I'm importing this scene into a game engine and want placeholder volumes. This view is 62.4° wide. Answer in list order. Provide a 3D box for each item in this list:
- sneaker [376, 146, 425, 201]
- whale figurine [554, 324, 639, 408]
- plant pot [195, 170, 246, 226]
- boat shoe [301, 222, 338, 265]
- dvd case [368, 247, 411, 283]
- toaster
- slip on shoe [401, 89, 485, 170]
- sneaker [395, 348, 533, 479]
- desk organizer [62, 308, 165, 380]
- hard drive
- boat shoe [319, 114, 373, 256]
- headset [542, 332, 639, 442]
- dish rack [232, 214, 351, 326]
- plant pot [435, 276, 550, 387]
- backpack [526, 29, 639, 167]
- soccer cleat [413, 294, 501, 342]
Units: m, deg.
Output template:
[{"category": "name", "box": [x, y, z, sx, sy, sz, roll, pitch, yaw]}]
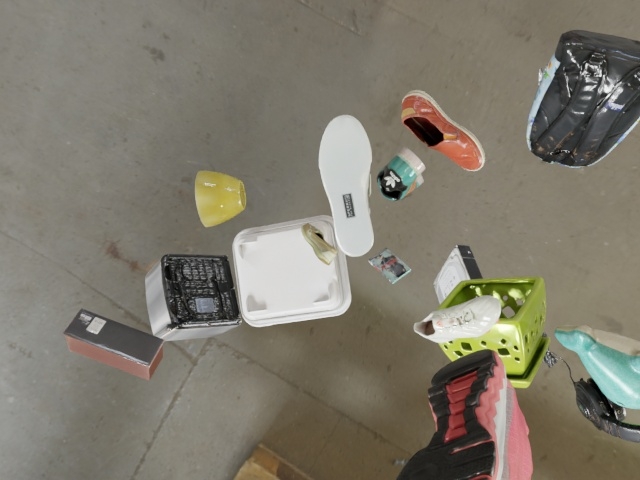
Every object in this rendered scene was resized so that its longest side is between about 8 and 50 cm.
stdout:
[{"category": "sneaker", "box": [0.208, -0.168, 1.446, 0.121, 0.302, 0.108, -44, 81, 4]}, {"category": "whale figurine", "box": [0.667, 0.288, 1.211, 0.272, 0.216, 0.141, 27, 77, -7]}, {"category": "plant pot", "box": [-0.230, -0.103, 1.251, 0.095, 0.134, 0.134, -6, 93, 5]}, {"category": "boat shoe", "box": [-0.001, 0.000, 1.298, 0.056, 0.153, 0.048, 33, 106, -36]}, {"category": "dvd case", "box": [0.231, 0.083, 1.769, 0.087, 0.013, 0.119, -31, 57, -24]}, {"category": "toaster", "box": [-0.278, 0.122, 1.129, 0.110, 0.185, 0.168, -35, 63, 41]}, {"category": "slip on shoe", "box": [0.359, -0.303, 1.565, 0.331, 0.123, 0.101, 36, 62, -25]}, {"category": "sneaker", "box": [0.173, 0.245, 0.547, 0.116, 0.314, 0.136, -33, 97, 34]}, {"category": "desk organizer", "box": [-0.295, 0.151, 0.762, 0.130, 0.047, 0.050, 21, 138, 1]}, {"category": "hard drive", "box": [0.519, 0.216, 1.925, 0.064, 0.339, 0.237, 3, 137, -15]}, {"category": "boat shoe", "box": [0.040, -0.086, 0.816, 0.077, 0.070, 0.219, -4, 113, 2]}, {"category": "headset", "box": [0.754, 0.362, 1.384, 0.243, 0.394, 0.185, -34, 114, -22]}, {"category": "dish rack", "box": [-0.095, 0.086, 1.472, 0.332, 0.072, 0.286, -10, 84, 15]}, {"category": "plant pot", "box": [0.435, 0.232, 1.316, 0.228, 0.227, 0.207, -5, 111, 40]}, {"category": "backpack", "box": [0.697, -0.358, 1.396, 0.290, 0.273, 0.356, 15, 130, 8]}, {"category": "soccer cleat", "box": [0.254, 0.152, 0.991, 0.076, 0.196, 0.068, 13, 61, -23]}]
